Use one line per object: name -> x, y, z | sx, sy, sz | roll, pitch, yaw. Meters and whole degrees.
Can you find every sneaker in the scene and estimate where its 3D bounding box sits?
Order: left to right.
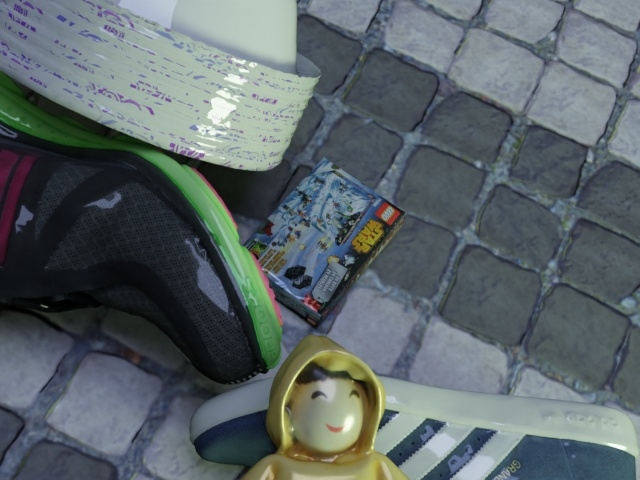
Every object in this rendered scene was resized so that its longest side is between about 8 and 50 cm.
sneaker -> -0.240, -0.005, 0.947 | 0.482, 0.185, 0.202 | 28, 65, 17
sneaker -> 0.073, 0.192, 0.906 | 0.349, 0.131, 0.148 | 5, 66, -3

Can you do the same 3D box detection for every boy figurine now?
boy figurine -> 0.010, 0.204, 0.797 | 0.177, 0.092, 0.285 | 5, 77, -6

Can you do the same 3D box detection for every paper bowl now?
paper bowl -> -0.134, -0.180, 0.984 | 0.284, 0.148, 0.284 | 25, 14, -7

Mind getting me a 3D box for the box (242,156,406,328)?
box -> 0.000, 0.000, 1.061 | 0.094, 0.027, 0.137 | 35, 59, 12
